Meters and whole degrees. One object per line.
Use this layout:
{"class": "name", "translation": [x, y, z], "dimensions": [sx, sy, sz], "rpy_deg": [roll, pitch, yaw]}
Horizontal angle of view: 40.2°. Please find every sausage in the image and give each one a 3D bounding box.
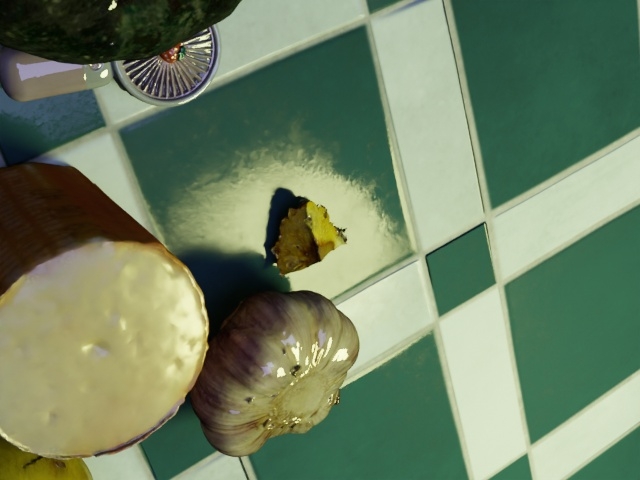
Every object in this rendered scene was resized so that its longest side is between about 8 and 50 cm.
{"class": "sausage", "translation": [-0.269, 0.061, 0.907], "dimensions": [0.233, 0.287, 0.233], "rpy_deg": [-11, 112, -28]}

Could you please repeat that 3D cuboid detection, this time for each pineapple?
{"class": "pineapple", "translation": [0.000, 0.000, 1.188], "dimensions": [0.114, 0.077, 0.114], "rpy_deg": [-9, 117, -44]}

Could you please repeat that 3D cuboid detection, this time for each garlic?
{"class": "garlic", "translation": [-0.072, 0.165, 1.159], "dimensions": [0.245, 0.160, 0.244], "rpy_deg": [-32, 141, -30]}

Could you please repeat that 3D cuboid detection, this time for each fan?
{"class": "fan", "translation": [-0.229, -0.202, 0.963], "dimensions": [0.244, 0.074, 0.130], "rpy_deg": [-18, 117, -24]}

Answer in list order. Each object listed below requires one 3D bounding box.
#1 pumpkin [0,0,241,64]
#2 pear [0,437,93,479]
{"class": "pumpkin", "translation": [-0.203, -0.376, 0.744], "dimensions": [0.455, 0.344, 0.454], "rpy_deg": [-18, 124, -29]}
{"class": "pear", "translation": [-0.393, 0.279, 0.889], "dimensions": [0.285, 0.336, 0.284], "rpy_deg": [-45, 148, -39]}
